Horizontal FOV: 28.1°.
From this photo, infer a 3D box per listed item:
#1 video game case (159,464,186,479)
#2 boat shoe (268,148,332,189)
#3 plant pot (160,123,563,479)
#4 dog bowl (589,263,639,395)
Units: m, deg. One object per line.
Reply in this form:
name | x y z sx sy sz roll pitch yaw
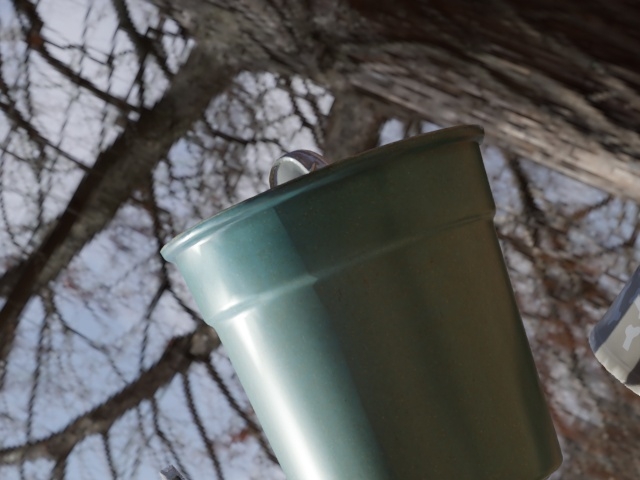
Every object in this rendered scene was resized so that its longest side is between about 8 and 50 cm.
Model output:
video game case | -0.131 0.402 1.642 0.025 0.204 0.285 -29 7 -13
boat shoe | -0.001 0.002 1.758 0.118 0.320 0.103 -35 -30 28
plant pot | 0.059 0.106 1.249 0.341 0.341 0.334 -11 -100 -60
dog bowl | 0.471 0.126 1.375 0.348 0.348 0.102 -11 -57 -60
